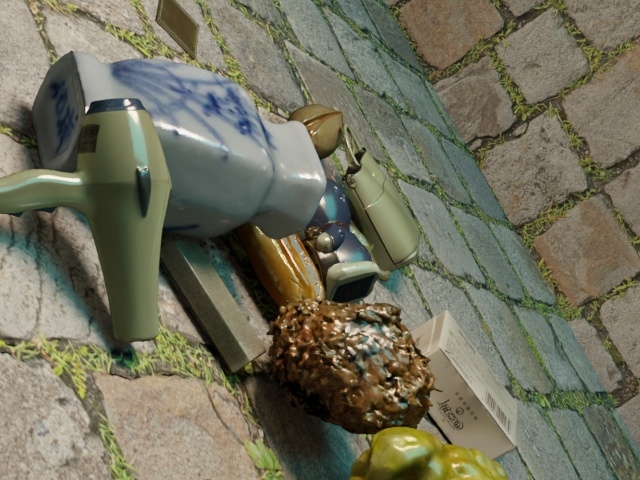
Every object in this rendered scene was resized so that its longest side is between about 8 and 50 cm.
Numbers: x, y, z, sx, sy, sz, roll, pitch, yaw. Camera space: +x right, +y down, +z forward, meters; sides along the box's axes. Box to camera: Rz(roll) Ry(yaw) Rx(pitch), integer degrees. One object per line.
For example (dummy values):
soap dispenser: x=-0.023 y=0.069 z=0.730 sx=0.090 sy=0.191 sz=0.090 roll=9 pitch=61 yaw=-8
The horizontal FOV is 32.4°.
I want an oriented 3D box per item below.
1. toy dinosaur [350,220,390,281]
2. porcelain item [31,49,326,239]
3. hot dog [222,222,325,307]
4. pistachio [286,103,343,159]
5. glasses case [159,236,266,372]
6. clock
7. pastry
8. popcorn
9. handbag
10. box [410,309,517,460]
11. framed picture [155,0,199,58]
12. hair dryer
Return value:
toy dinosaur: x=0.043 y=-0.005 z=2.171 sx=0.162 sy=0.077 sz=0.294 roll=42 pitch=9 yaw=-25
porcelain item: x=-0.193 y=-0.132 z=1.567 sx=0.405 sy=0.178 sz=0.242 roll=16 pitch=42 yaw=-40
hot dog: x=-0.106 y=-0.019 z=1.805 sx=0.337 sy=0.100 sz=0.135 roll=59 pitch=12 yaw=8
pistachio: x=-0.012 y=-0.231 z=2.314 sx=0.124 sy=0.124 sz=0.185 roll=55 pitch=15 yaw=-2
glasses case: x=-0.159 y=0.091 z=1.581 sx=0.205 sy=0.047 sz=0.071 roll=58 pitch=18 yaw=4
clock: x=0.000 y=0.000 z=1.936 sx=0.199 sy=0.146 sz=0.243 roll=100 pitch=-32 yaw=-56
pastry: x=0.048 y=0.171 z=1.610 sx=0.275 sy=0.193 sz=0.275 roll=21 pitch=5 yaw=-2
popcorn: x=0.184 y=0.413 z=1.506 sx=0.334 sy=0.292 sz=0.293 roll=41 pitch=54 yaw=20
handbag: x=0.098 y=-0.096 z=2.331 sx=0.315 sy=0.109 sz=0.241 roll=58 pitch=15 yaw=-13
box: x=0.277 y=0.295 z=2.179 sx=0.260 sy=0.111 sz=0.194 roll=51 pitch=19 yaw=-7
framed picture: x=-0.280 y=-0.430 z=2.172 sx=0.109 sy=0.011 sz=0.149 roll=44 pitch=23 yaw=-28
hair dryer: x=-0.289 y=0.004 z=1.324 sx=0.298 sy=0.119 sz=0.296 roll=-31 pitch=108 yaw=-32
